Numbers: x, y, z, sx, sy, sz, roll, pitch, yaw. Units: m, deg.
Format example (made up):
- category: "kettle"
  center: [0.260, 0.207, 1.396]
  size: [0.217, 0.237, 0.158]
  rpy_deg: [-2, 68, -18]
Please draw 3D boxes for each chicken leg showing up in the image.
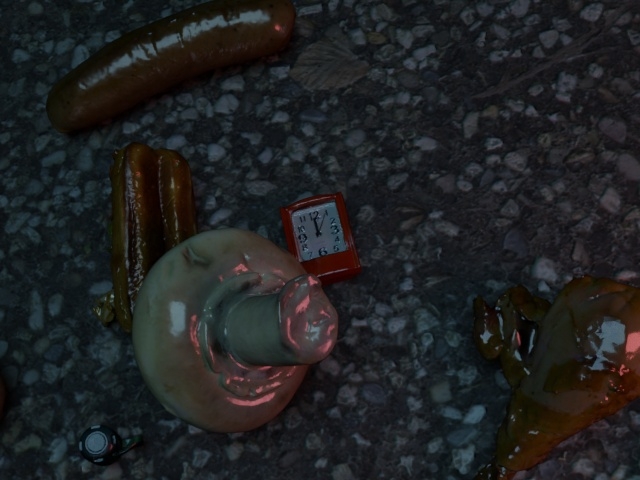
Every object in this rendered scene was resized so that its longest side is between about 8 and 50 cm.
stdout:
- category: "chicken leg"
  center: [0.320, 0.212, 1.304]
  size: [0.295, 0.182, 0.409]
  rpy_deg: [36, 95, 28]

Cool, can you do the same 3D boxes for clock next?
- category: "clock"
  center: [0.000, 0.000, 1.463]
  size: [0.113, 0.061, 0.155]
  rpy_deg: [-14, 66, 4]

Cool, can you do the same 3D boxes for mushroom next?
- category: "mushroom"
  center: [-0.113, 0.130, 1.273]
  size: [0.315, 0.336, 0.314]
  rpy_deg: [5, 79, -31]

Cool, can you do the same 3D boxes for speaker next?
- category: "speaker"
  center: [-0.336, 0.334, 1.389]
  size: [0.095, 0.075, 0.060]
  rpy_deg: [11, 70, 4]

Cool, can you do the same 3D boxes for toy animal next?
- category: "toy animal"
  center: [-0.350, 0.103, 1.492]
  size: [0.061, 0.081, 0.083]
  rpy_deg: [18, 38, 22]

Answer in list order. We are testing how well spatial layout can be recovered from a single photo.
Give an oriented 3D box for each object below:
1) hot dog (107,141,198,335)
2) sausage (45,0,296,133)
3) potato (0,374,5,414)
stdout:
- category: "hot dog"
  center: [-0.288, 0.003, 1.467]
  size: [0.158, 0.117, 0.348]
  rpy_deg: [4, 69, -37]
- category: "sausage"
  center: [-0.283, -0.343, 1.597]
  size: [0.501, 0.123, 0.136]
  rpy_deg: [-21, 98, 1]
- category: "potato"
  center: [-0.592, 0.277, 1.429]
  size: [0.117, 0.182, 0.202]
  rpy_deg: [27, 81, -27]
